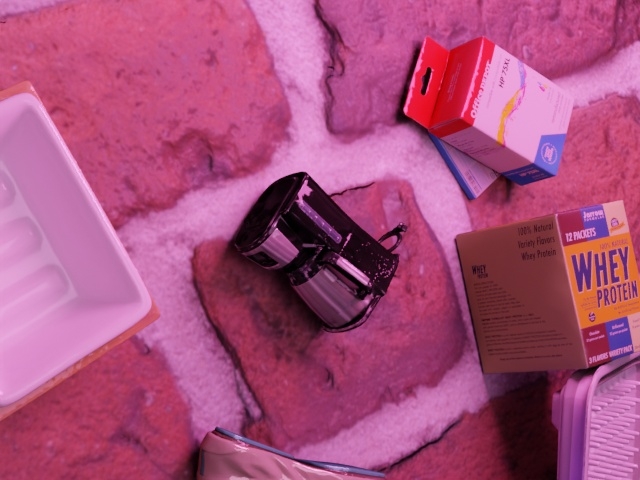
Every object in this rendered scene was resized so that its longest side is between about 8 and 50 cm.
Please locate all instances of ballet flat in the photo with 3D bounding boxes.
[{"bbox_3d":[-0.035,0.289,1.324,0.248,0.086,0.086,20,72,-22],"label":"ballet flat"}]

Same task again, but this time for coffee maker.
[{"bbox_3d":[0.000,0.000,1.382,0.178,0.120,0.171,44,39,-21],"label":"coffee maker"}]

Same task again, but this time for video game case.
[{"bbox_3d":[0.238,-0.153,1.606,0.166,0.015,0.119,-42,105,-30],"label":"video game case"}]

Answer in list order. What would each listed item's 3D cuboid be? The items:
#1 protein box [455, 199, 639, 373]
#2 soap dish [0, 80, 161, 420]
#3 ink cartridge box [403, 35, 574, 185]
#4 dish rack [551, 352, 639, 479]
[{"bbox_3d":[0.316,0.067,1.512,0.136,0.200,0.201,-11,88,-35],"label":"protein box"},{"bbox_3d":[-0.333,0.013,1.145,0.229,0.118,0.291,-34,102,-32],"label":"soap dish"},{"bbox_3d":[0.238,-0.189,1.556,0.231,0.078,0.134,26,69,-27],"label":"ink cartridge box"},{"bbox_3d":[0.382,0.314,1.524,0.285,0.072,0.333,-9,102,-55],"label":"dish rack"}]
